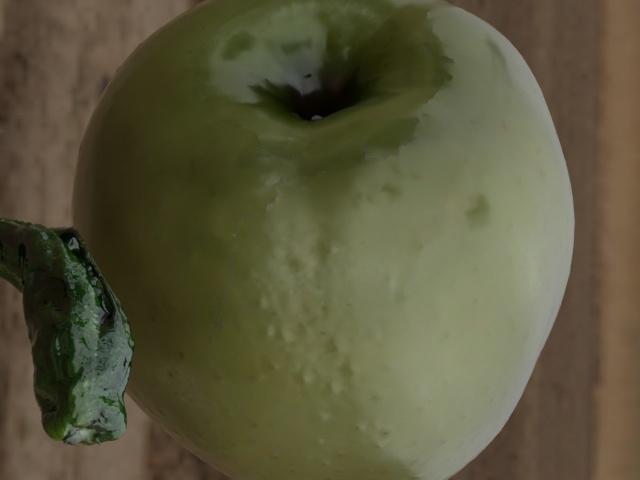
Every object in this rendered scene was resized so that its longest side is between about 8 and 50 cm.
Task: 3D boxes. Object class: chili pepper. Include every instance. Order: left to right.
[{"bbox_3d":[-0.147,0.032,1.031,0.050,0.073,0.182,28,15,-46],"label":"chili pepper"}]

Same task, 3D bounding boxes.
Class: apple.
[{"bbox_3d":[0.000,0.000,1.323,0.357,0.357,0.357,1,90,-80],"label":"apple"}]
